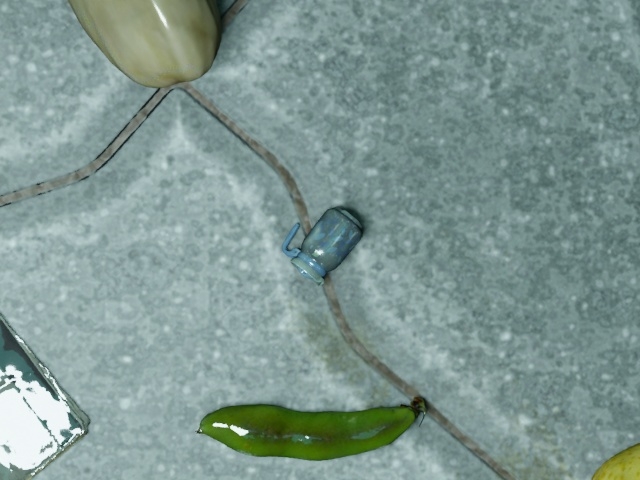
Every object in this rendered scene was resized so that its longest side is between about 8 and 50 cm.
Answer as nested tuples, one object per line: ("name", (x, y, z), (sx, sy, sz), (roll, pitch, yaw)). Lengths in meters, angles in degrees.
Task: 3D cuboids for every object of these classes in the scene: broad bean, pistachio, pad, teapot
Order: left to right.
("pad", (-0.375, 0.162, 1.781), (0.174, 0.022, 0.233), (-37, 94, -8))
("pistachio", (-0.190, -0.263, 1.765), (0.137, 0.153, 0.238), (-24, 66, -19))
("broad bean", (-0.009, 0.206, 1.829), (0.254, 0.046, 0.065), (-1, 82, -11))
("teapot", (0.001, 0.000, 1.833), (0.063, 0.049, 0.083), (40, 83, -7))

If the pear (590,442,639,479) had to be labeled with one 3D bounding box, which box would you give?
("pear", (0.402, 0.329, 1.796), (0.271, 0.271, 0.271), (0, 89, -10))
